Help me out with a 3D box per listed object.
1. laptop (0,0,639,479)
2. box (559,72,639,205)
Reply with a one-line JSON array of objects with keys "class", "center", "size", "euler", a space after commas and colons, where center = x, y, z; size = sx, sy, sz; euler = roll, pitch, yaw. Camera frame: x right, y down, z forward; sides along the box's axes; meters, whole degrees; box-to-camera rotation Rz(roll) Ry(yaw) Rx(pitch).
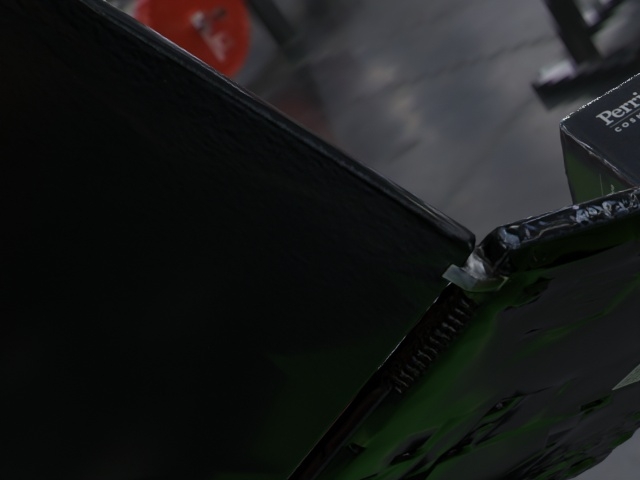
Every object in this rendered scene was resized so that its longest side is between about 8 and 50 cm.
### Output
[{"class": "laptop", "center": [0.000, 0.000, 0.514], "size": [0.264, 0.137, 0.234], "euler": [-16, -22, -30]}, {"class": "box", "center": [0.377, -0.018, 1.111], "size": [0.343, 0.179, 0.312], "euler": [-31, 42, -13]}]
